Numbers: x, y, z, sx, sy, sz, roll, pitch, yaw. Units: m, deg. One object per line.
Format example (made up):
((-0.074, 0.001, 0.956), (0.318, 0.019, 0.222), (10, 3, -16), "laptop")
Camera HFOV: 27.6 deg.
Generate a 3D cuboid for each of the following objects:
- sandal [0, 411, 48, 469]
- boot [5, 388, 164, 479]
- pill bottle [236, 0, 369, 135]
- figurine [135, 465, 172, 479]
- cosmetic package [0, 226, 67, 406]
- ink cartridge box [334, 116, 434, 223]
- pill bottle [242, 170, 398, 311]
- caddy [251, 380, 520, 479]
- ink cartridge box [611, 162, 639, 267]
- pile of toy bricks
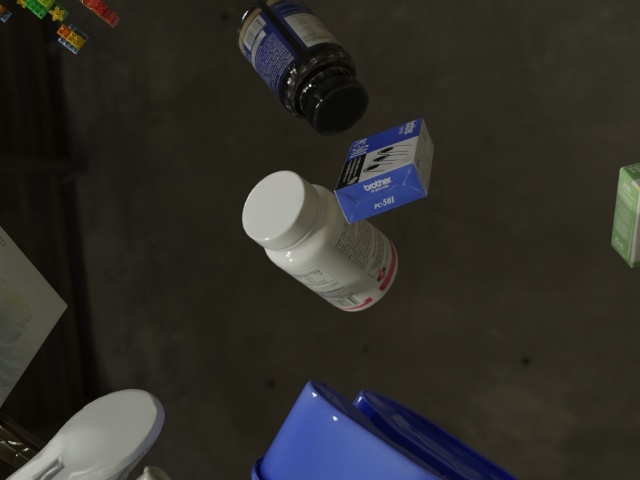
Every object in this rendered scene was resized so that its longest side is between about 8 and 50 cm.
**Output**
((-0.376, 0.305, 1.795), (0.219, 0.090, 0.060), (44, -139, -13), "sandal")
((-0.264, 0.276, 1.537), (0.123, 0.258, 0.095), (39, -161, -52), "boot")
((-0.024, -0.255, 1.899), (0.219, 0.122, 0.123), (54, -177, 34), "pill bottle")
((-0.387, 0.441, 2.299), (0.215, 0.209, 0.092), (52, -174, 15), "figurine")
((-0.490, 0.095, 1.714), (0.224, 0.138, 0.225), (56, -137, -31), "cosmetic package")
((0.079, -0.086, 1.537), (0.207, 0.097, 0.046), (-70, -41, -70), "ink cartridge box")
((0.000, 0.000, 2.294), (0.283, 0.160, 0.160), (38, -133, -45), "pill bottle")
((0.079, 0.303, 1.466), (0.241, 0.341, 0.179), (17, -79, -52), "caddy")
((0.434, -0.088, 1.509), (0.056, 0.171, 0.235), (-119, 19, -47), "ink cartridge box")
((-0.383, -0.334, 1.768), (0.212, 0.118, 0.105), (38, 180, -14), "pile of toy bricks")
